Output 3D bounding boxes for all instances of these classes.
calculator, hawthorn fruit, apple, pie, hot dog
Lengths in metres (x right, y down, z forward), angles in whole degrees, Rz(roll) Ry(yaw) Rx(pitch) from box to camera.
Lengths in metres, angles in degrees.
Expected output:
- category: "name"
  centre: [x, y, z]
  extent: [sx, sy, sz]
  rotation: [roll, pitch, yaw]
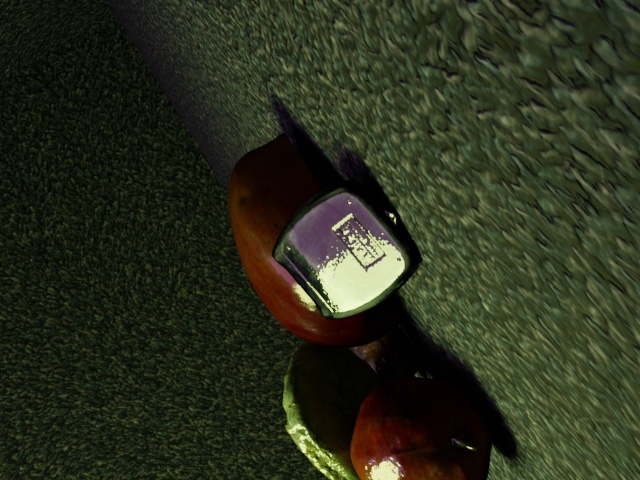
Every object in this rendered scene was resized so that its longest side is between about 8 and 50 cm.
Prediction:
- category: "calculator"
  centre: [0.032, 0.017, 1.275]
  extent: [0.177, 0.040, 0.268]
  rotation: [48, 140, 0]
- category: "hawthorn fruit"
  centre: [0.169, 0.308, 1.398]
  extent: [0.224, 0.224, 0.261]
  rotation: [57, 153, 8]
- category: "apple"
  centre: [0.000, 0.000, 1.546]
  extent: [0.365, 0.295, 0.328]
  rotation: [55, 135, 19]
- category: "pie"
  centre: [0.042, 0.298, 1.566]
  extent: [0.277, 0.078, 0.277]
  rotation: [29, -143, -25]
- category: "hot dog"
  centre: [0.113, 0.218, 1.758]
  extent: [0.227, 0.099, 0.160]
  rotation: [52, 171, 33]
